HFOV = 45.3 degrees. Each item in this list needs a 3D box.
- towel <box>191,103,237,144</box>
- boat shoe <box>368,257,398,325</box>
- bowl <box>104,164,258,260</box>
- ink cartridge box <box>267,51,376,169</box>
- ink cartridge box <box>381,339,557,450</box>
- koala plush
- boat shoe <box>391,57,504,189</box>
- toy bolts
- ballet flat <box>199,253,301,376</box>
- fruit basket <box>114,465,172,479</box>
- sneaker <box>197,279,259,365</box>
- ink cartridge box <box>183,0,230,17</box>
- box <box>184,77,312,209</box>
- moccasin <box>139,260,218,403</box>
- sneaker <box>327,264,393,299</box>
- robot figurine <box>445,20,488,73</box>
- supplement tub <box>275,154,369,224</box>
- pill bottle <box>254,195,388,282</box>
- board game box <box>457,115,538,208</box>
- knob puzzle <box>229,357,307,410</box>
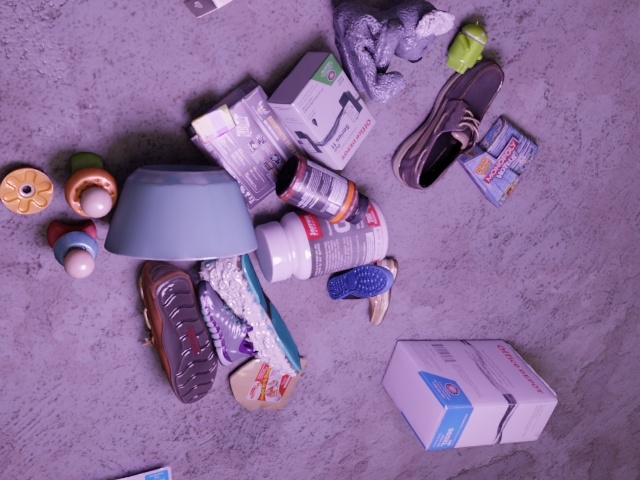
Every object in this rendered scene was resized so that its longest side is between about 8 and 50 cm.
[{"bbox_3d":[-0.217,-0.236,1.560,0.083,0.009,0.060,-30,126,-7],"label":"towel"},{"bbox_3d":[0.145,0.132,2.010,0.072,0.068,0.190,7,107,-16],"label":"boat shoe"},{"bbox_3d":[-0.279,-0.067,1.554,0.312,0.311,0.163,-2,101,-25],"label":"bowl"},{"bbox_3d":[0.008,-0.274,1.637,0.153,0.087,0.208,-56,131,-17],"label":"ink cartridge box"},{"bbox_3d":[0.420,0.428,2.179,0.395,0.285,0.166,3,119,-27],"label":"ink cartridge box"},{"bbox_3d":[0.155,-0.427,1.584,0.221,0.196,0.203,-26,117,-4],"label":"koala plush"},{"bbox_3d":[0.320,-0.258,1.800,0.132,0.130,0.355,27,106,-36],"label":"boat shoe"},{"bbox_3d":[-0.511,-0.036,1.519,0.218,0.158,0.228,-7,122,-22],"label":"toy bolts"},{"bbox_3d":[-0.173,0.179,1.851,0.147,0.147,0.409,-28,123,-7],"label":"ballet flat"},{"bbox_3d":[-0.537,0.783,2.019,0.327,0.165,0.353,-9,120,-21],"label":"fruit basket"},{"bbox_3d":[-0.210,0.177,1.748,0.098,0.083,0.223,-16,118,-2],"label":"sneaker"},{"bbox_3d":[-0.171,-0.500,1.420,0.198,0.115,0.067,-33,129,-5],"label":"ink cartridge box"},{"bbox_3d":[-0.151,-0.205,1.653,0.183,0.056,0.231,-39,128,0],"label":"box"},{"bbox_3d":[-0.340,0.219,1.787,0.139,0.147,0.380,-31,126,-23],"label":"moccasin"},{"bbox_3d":[0.116,0.101,1.893,0.090,0.232,0.081,-6,85,-36],"label":"sneaker"},{"bbox_3d":[0.332,-0.437,1.734,0.101,0.067,0.115,3,122,-59],"label":"robot figurine"},{"bbox_3d":[0.008,-0.102,1.672,0.198,0.106,0.106,25,107,-25],"label":"supplement tub"},{"bbox_3d":[0.000,0.000,1.787,0.283,0.161,0.161,-13,124,-18],"label":"pill bottle"},{"bbox_3d":[0.438,-0.205,1.936,0.194,0.060,0.194,26,106,-36],"label":"board game box"},{"bbox_3d":[-0.153,0.366,2.025,0.213,0.030,0.213,-13,125,-19],"label":"knob puzzle"}]
